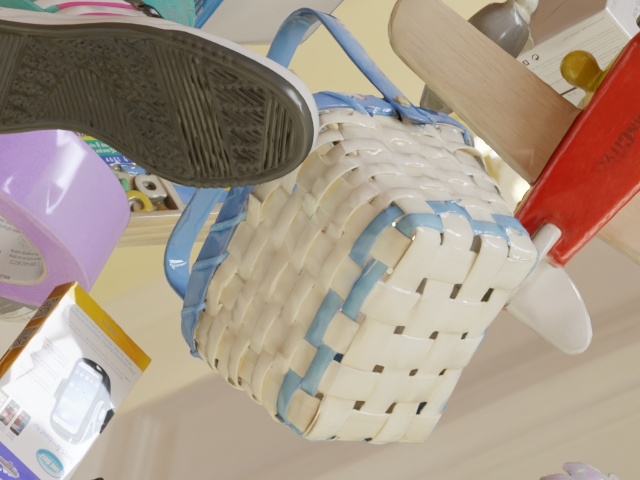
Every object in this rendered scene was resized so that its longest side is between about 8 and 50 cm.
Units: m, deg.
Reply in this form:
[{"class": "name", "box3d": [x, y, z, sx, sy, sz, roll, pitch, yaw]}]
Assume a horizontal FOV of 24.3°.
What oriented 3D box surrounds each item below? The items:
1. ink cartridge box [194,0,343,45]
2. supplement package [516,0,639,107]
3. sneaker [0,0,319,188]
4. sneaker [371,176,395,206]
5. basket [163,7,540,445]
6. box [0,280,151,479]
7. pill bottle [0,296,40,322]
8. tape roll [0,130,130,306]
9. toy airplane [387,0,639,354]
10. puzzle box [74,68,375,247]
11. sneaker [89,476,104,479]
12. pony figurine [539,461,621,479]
[{"class": "ink cartridge box", "box3d": [-0.078, -0.342, 1.522, 0.168, 0.232, 0.171, -7, 156, -39]}, {"class": "supplement package", "box3d": [0.418, -0.228, 2.028, 0.175, 0.293, 0.177, -26, -150, 39]}, {"class": "sneaker", "box3d": [-0.113, -0.126, 1.016, 0.296, 0.123, 0.178, 14, -147, 20]}, {"class": "sneaker", "box3d": [0.002, -0.045, 2.051, 0.235, 0.097, 0.084, -27, 165, -14]}, {"class": "basket", "box3d": [0.000, 0.000, 1.082, 0.201, 0.254, 0.289, 6, -148, -43]}, {"class": "box", "box3d": [-0.176, 0.102, 0.972, 0.028, 0.081, 0.136, -13, -146, 48]}, {"class": "pill bottle", "box3d": [-0.424, -0.029, 1.709, 0.204, 0.204, 0.361, -22, 163, 13]}, {"class": "tape roll", "box3d": [-0.318, -0.048, 1.383, 0.275, 0.275, 0.090, -6, -131, 49]}, {"class": "toy airplane", "box3d": [0.277, -0.080, 1.460, 0.385, 0.386, 0.272, -7, -170, 11]}, {"class": "puzzle box", "box3d": [-0.142, -0.114, 1.842, 0.409, 0.272, 0.052, -5, 138, -39]}, {"class": "sneaker", "box3d": [-0.152, 0.193, 1.081, 0.031, 0.035, 0.083, -16, 160, -3]}, {"class": "pony figurine", "box3d": [0.324, 0.416, 1.416, 0.303, 0.351, 0.363, -46, -169, -23]}]
